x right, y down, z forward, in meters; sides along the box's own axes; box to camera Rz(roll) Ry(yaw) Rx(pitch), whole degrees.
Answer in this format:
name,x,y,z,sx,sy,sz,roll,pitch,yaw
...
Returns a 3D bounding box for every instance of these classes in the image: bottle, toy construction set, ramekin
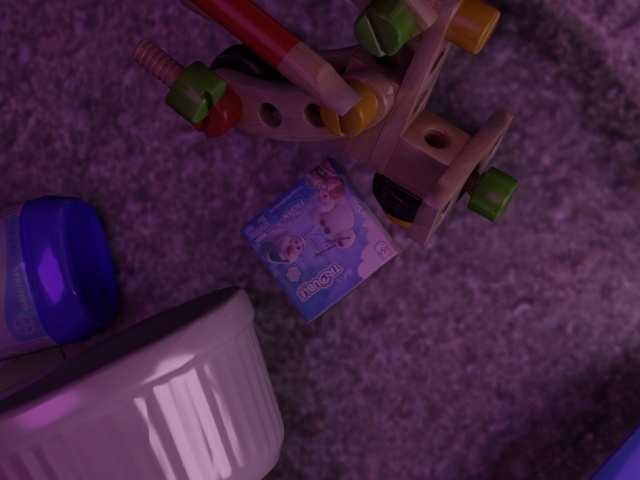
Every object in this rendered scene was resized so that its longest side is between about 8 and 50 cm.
name,x,y,z,sx,sy,sz,roll,pitch,yaw
bottle,-0.302,0.048,1.464,0.283,0.092,0.118,-14,88,19
toy construction set,0.040,-0.112,1.245,0.237,0.309,0.257,39,112,7
ramekin,-0.150,0.145,1.335,0.273,0.273,0.127,-24,94,18

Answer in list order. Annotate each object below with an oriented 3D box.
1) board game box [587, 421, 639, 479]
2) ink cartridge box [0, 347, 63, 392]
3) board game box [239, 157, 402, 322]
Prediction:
name,x,y,z,sx,sy,sz,roll,pitch,yaw
board game box,0.227,0.303,1.309,0.233,0.078,0.347,43,105,12
ink cartridge box,-0.294,0.199,1.478,0.235,0.056,0.171,-25,74,20
board game box,0.000,0.000,1.398,0.090,0.020,0.090,-39,82,17
